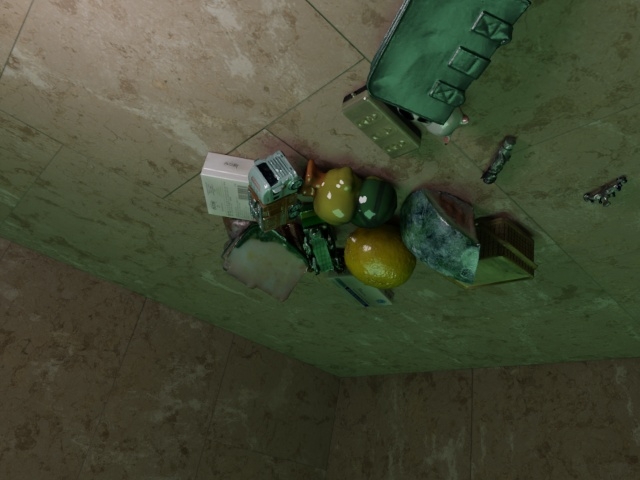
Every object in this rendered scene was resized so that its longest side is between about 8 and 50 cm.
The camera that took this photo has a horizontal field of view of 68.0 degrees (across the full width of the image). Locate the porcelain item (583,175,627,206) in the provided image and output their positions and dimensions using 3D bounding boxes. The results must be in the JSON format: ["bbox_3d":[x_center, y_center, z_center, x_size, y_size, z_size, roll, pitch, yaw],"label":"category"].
[{"bbox_3d":[0.865,-0.134,1.440,0.021,0.075,0.136,23,150,-18],"label":"porcelain item"}]

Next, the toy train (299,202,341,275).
[{"bbox_3d":[0.000,0.000,1.869,0.120,0.202,0.300,-12,148,5],"label":"toy train"}]

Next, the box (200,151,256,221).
[{"bbox_3d":[-0.317,-0.189,1.733,0.195,0.111,0.260,10,152,-1],"label":"box"}]

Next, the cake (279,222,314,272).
[{"bbox_3d":[-0.092,0.040,2.041,0.112,0.135,0.246,-5,147,29],"label":"cake"}]

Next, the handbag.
[{"bbox_3d":[0.265,-0.431,1.042,0.239,0.089,0.326,21,135,-11],"label":"handbag"}]

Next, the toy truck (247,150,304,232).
[{"bbox_3d":[-0.163,-0.154,1.593,0.162,0.136,0.305,-30,161,-18],"label":"toy truck"}]

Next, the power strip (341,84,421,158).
[{"bbox_3d":[0.171,-0.333,1.342,0.105,0.070,0.257,-19,138,43],"label":"power strip"}]

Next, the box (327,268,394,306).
[{"bbox_3d":[0.204,0.230,2.345,0.200,0.065,0.343,-9,145,31],"label":"box"}]

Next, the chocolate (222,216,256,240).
[{"bbox_3d":[-0.323,-0.017,2.071,0.185,0.100,0.303,5,154,5],"label":"chocolate"}]

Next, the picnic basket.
[{"bbox_3d":[0.613,0.048,1.767,0.228,0.175,0.313,29,151,-30],"label":"picnic basket"}]

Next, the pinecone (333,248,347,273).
[{"bbox_3d":[0.090,0.099,2.105,0.102,0.109,0.102,7,150,4],"label":"pinecone"}]

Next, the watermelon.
[{"bbox_3d":[0.441,-0.041,1.637,0.259,0.387,0.228,-16,136,-31],"label":"watermelon"}]

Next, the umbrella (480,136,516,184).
[{"bbox_3d":[0.534,-0.231,1.414,0.046,0.050,0.188,-8,153,-9],"label":"umbrella"}]

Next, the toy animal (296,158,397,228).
[{"bbox_3d":[0.088,-0.137,1.591,0.339,0.191,0.216,16,163,-7],"label":"toy animal"}]

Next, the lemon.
[{"bbox_3d":[0.226,0.053,1.822,0.310,0.257,0.258,24,149,-24],"label":"lemon"}]

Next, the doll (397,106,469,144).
[{"bbox_3d":[0.288,-0.344,1.240,0.181,0.106,0.110,24,148,-16],"label":"doll"}]

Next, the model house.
[{"bbox_3d":[-0.246,0.080,1.942,0.298,0.243,0.284,37,169,-18],"label":"model house"}]
